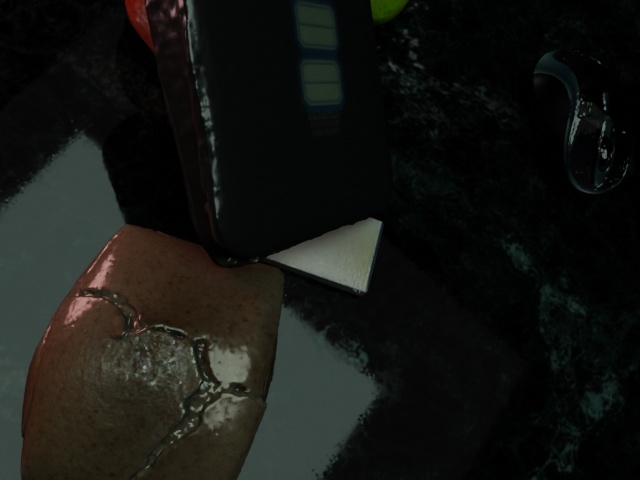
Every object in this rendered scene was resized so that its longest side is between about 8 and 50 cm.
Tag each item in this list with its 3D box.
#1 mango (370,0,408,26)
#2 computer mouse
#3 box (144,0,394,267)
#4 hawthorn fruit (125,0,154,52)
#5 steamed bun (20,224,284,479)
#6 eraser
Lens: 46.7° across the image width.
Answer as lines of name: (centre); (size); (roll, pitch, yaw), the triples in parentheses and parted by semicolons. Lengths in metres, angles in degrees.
mango: (0.038, -0.422, 0.998); (0.185, 0.149, 0.273); (-38, 97, -32)
computer mouse: (0.389, -0.181, 1.089); (0.137, 0.096, 0.233); (-4, 76, -21)
box: (-0.036, -0.171, 0.811); (0.359, 0.091, 0.350); (-22, 107, -53)
hawthorn fruit: (-0.150, -0.291, 0.880); (0.172, 0.173, 0.173); (5, 74, -19)
steamed bun: (-0.160, 0.137, 0.749); (0.251, 0.199, 0.301); (20, 71, -14)
eraser: (0.000, 0.000, 0.940); (0.150, 0.023, 0.104); (20, 70, -14)
